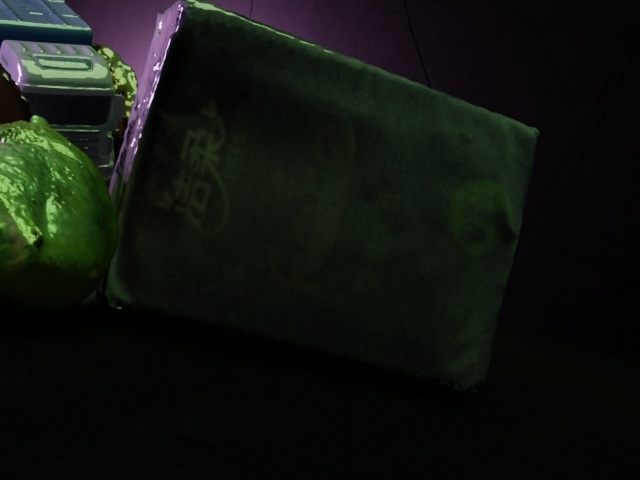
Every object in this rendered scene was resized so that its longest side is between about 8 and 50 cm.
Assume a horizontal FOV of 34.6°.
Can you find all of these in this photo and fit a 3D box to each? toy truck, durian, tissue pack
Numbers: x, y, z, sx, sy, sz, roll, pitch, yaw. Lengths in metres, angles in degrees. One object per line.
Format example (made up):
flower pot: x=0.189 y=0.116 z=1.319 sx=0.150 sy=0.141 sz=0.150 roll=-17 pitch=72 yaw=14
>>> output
toy truck: x=-0.358 y=-0.194 z=1.242 sx=0.146 sy=0.175 sz=0.367 roll=-4 pitch=29 yaw=-31
durian: x=-0.218 y=-0.021 z=0.803 sx=0.101 sy=0.139 sz=0.250 roll=-14 pitch=18 yaw=7
tissue pack: x=-0.001 y=-0.030 z=0.986 sx=0.394 sy=0.287 sz=0.124 roll=17 pitch=-6 yaw=-23

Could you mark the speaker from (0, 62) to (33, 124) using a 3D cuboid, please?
speaker: x=-0.417 y=-0.089 z=0.801 sx=0.259 sy=0.198 sz=0.329 roll=30 pitch=12 yaw=11

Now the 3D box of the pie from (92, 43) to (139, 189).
pie: x=-0.288 y=-0.123 z=1.379 sx=0.086 sy=0.308 sz=0.308 roll=-12 pitch=16 yaw=-28
